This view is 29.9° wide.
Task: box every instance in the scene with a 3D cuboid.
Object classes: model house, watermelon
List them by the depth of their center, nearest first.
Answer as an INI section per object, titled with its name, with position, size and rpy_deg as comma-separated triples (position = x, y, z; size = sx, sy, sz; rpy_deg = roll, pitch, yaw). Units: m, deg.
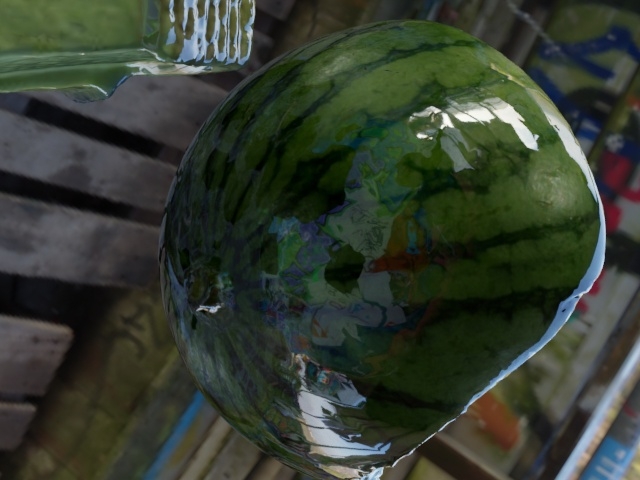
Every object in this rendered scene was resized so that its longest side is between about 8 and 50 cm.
[model house]
position = -0.138, -0.157, 0.612
size = 0.189, 0.214, 0.195
rpy_deg = 1, 89, -21
[watermelon]
position = 0.000, 0.000, 0.791
size = 0.189, 0.331, 0.331
rpy_deg = 4, 114, -52
